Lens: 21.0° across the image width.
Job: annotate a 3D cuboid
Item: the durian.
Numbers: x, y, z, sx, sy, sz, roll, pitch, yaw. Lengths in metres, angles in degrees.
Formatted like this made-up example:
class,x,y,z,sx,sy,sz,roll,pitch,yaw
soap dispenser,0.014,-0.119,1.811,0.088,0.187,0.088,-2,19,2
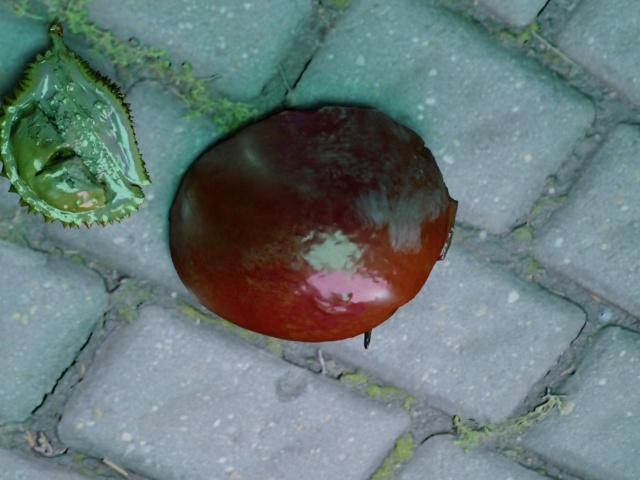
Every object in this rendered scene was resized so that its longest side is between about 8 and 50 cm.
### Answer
class,x,y,z,sx,sy,sz,roll,pitch,yaw
durian,-0.256,-0.113,1.703,0.146,0.102,0.208,-11,99,-20

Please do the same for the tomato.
class,x,y,z,sx,sy,sz,roll,pitch,yaw
tomato,0.005,0.004,1.832,0.309,0.170,0.309,-12,123,-19
